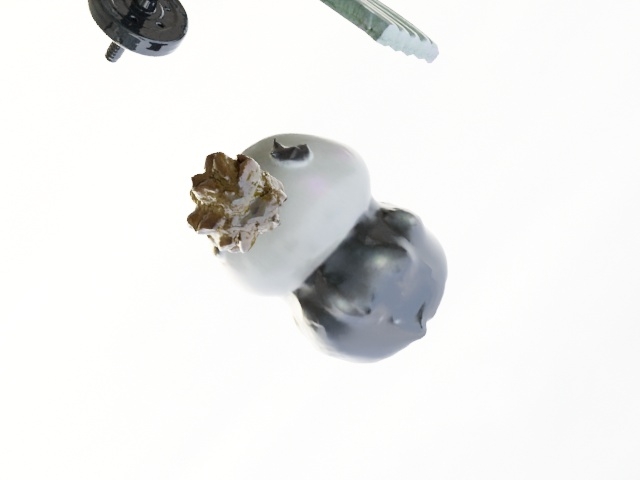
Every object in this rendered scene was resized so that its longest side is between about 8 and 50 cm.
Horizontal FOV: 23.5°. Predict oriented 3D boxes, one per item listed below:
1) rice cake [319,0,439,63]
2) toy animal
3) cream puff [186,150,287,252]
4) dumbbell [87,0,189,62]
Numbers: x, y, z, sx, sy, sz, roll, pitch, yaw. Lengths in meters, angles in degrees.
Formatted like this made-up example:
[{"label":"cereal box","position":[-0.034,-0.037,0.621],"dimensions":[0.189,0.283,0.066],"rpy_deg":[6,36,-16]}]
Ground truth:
[{"label":"rice cake","position":[0.054,-0.321,2.128],"dimensions":[0.198,0.189,0.037],"rpy_deg":[40,-74,30]},{"label":"toy animal","position":[0.000,0.000,2.017],"dimensions":[0.251,0.310,0.251],"rpy_deg":[-41,-152,27]},{"label":"cream puff","position":[-0.095,-0.044,1.740],"dimensions":[0.116,0.122,0.094],"rpy_deg":[-11,-171,-15]},{"label":"dumbbell","position":[-0.205,-0.348,1.997],"dimensions":[0.325,0.143,0.143],"rpy_deg":[-50,-162,37]}]
